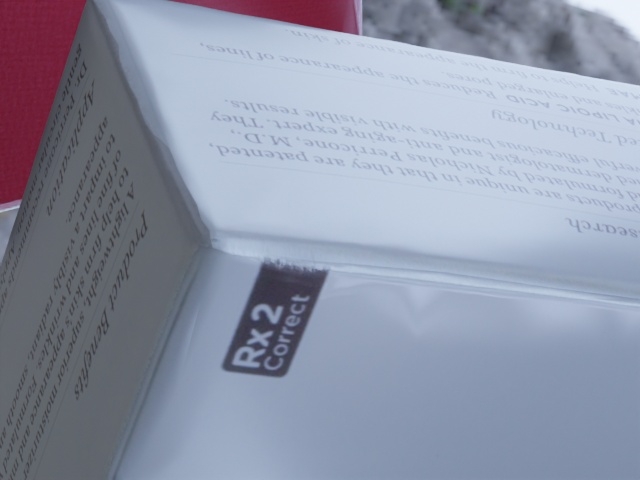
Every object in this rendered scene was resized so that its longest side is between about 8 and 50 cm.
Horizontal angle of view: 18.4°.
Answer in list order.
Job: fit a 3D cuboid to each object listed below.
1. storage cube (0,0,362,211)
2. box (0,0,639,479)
[{"bbox_3d":[-0.109,-0.132,0.668,0.184,0.215,0.193,24,-58,50],"label":"storage cube"},{"bbox_3d":[0.008,0.049,0.525,0.181,0.182,0.119,-67,-151,29],"label":"box"}]
